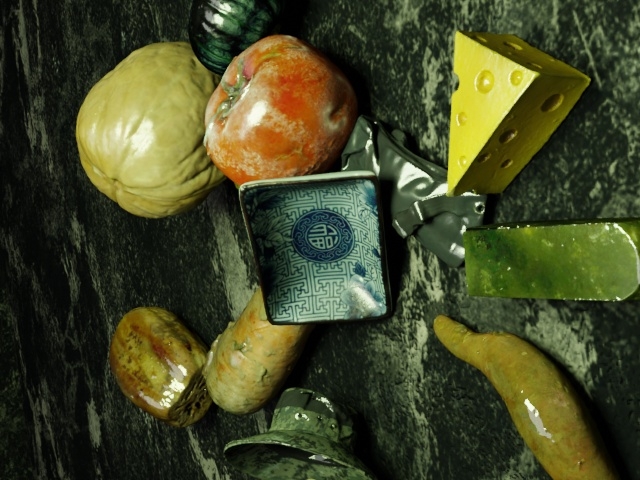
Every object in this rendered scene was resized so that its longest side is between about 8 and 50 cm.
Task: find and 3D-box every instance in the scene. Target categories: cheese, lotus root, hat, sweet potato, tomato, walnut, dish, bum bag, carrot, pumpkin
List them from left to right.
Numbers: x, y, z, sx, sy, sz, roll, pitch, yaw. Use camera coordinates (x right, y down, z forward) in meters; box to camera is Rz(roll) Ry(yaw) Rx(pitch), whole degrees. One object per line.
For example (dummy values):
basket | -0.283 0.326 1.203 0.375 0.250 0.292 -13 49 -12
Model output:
lotus root | -0.316 0.246 1.587 0.291 0.193 0.193 38 125 41
walnut | -0.262 -0.190 1.334 0.251 0.313 0.277 8 139 26
pumpkin | -0.115 -0.342 1.196 0.140 0.202 0.202 32 129 4
carrot | -0.083 0.159 1.277 0.302 0.138 0.139 -52 54 32
tomato | -0.055 -0.174 1.132 0.232 0.188 0.232 -35 39 35
hat | -0.012 0.292 1.177 0.265 0.265 0.129 -23 45 53
dish | 0.000 0.000 1.085 0.080 0.181 0.243 -86 -11 -53
bum bag | 0.113 -0.065 1.026 0.248 0.059 0.123 41 126 42
cheese | 0.195 -0.128 0.876 0.126 0.093 0.171 43 129 41
sweet potato | 0.232 0.179 0.887 0.346 0.079 0.108 52 146 40

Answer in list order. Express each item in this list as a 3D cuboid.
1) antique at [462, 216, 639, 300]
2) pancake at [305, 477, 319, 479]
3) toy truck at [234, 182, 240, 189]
antique | 0.259 0.020 0.825 0.220 0.080 0.082 -1 96 53
pancake | 0.015 0.392 1.143 0.114 0.011 0.115 28 137 30
toy truck | -0.104 -0.103 1.324 0.083 0.054 0.049 12 105 53
